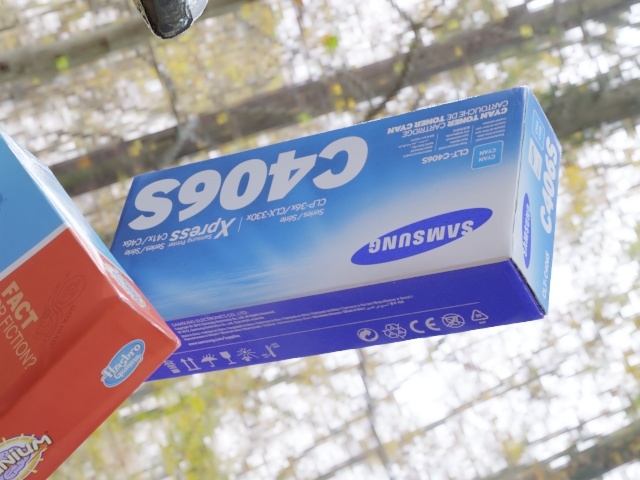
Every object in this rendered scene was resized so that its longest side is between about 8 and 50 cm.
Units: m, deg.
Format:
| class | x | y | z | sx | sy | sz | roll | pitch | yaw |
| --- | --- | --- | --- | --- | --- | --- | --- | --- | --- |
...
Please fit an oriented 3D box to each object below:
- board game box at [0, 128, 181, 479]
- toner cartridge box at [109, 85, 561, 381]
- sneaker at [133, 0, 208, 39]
| class | x | y | z | sx | sy | sz | roll | pitch | yaw |
| --- | --- | --- | --- | --- | --- | --- | --- | --- | --- |
| board game box | -0.268 | 0.102 | 0.966 | 0.064 | 0.316 | 0.242 | 44 | 0 | -43 |
| toner cartridge box | 0.000 | 0.000 | 1.090 | 0.075 | 0.347 | 0.165 | 53 | 35 | -41 |
| sneaker | -0.036 | -0.220 | 0.567 | 0.090 | 0.145 | 0.270 | -130 | -155 | -63 |
